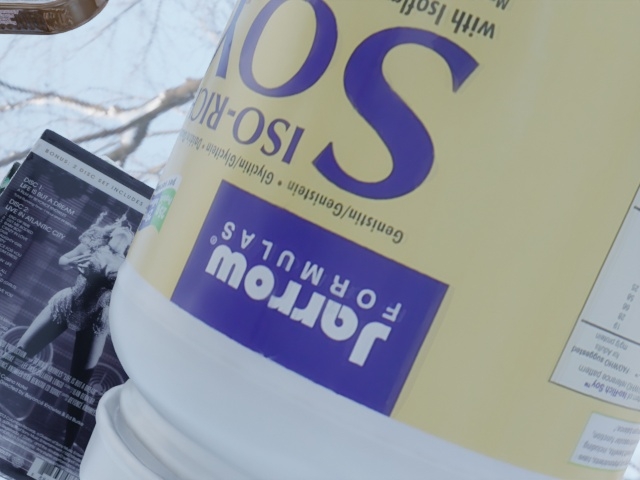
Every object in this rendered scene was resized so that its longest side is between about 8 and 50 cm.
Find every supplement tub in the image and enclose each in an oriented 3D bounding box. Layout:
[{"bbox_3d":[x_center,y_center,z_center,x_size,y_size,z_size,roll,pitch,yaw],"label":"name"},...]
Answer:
[{"bbox_3d":[0.052,-0.012,0.468,0.241,0.241,0.331,21,-86,-42],"label":"supplement tub"}]

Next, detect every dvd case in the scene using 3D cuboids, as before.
[{"bbox_3d":[-0.163,0.051,0.690,0.165,0.018,0.221,30,-119,-9],"label":"dvd case"}]

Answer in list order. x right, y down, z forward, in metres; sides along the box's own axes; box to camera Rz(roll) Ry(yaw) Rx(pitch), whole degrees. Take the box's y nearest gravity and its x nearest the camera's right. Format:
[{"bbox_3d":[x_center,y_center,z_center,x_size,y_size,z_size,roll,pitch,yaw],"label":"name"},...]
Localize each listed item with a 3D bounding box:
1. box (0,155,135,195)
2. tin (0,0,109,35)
[{"bbox_3d":[-0.211,0.010,1.301,0.322,0.058,0.232,36,-166,10],"label":"box"},{"bbox_3d":[-0.292,-0.244,0.993,0.040,0.190,0.106,81,-165,-50],"label":"tin"}]
